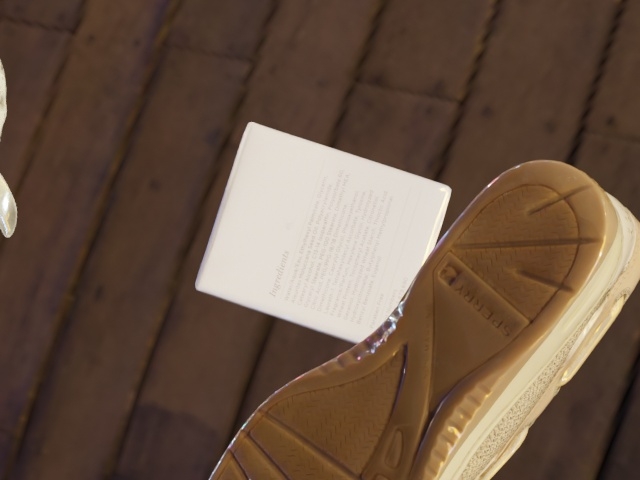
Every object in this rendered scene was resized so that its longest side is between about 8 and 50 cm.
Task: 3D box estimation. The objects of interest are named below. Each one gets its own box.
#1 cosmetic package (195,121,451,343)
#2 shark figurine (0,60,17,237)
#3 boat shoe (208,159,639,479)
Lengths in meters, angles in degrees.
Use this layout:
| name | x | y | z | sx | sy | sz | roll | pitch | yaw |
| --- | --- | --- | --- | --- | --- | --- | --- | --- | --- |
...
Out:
| name | x | y | z | sx | sy | sz | roll | pitch | yaw |
| --- | --- | --- | --- | --- | --- | --- | --- | --- | --- |
| cosmetic package | 0.000 | 0.000 | 1.673 | 0.183 | 0.151 | 0.151 | 18 | 88 | -2 |
| shark figurine | -0.397 | -0.049 | 1.771 | 0.278 | 0.166 | 0.116 | -28 | 15 | -23 |
| boat shoe | 0.061 | 0.107 | 1.118 | 0.341 | 0.110 | 0.121 | -46 | 58 | 11 |
